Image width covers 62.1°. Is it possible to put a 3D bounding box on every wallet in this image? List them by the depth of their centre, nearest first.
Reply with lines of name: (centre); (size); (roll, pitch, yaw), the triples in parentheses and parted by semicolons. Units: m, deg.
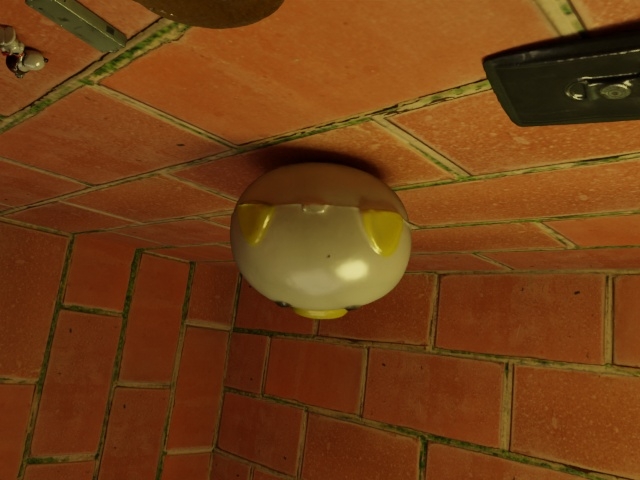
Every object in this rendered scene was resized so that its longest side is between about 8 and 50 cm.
wallet: (0.336, -0.190, 0.647); (0.245, 0.052, 0.168); (2, 164, 36)

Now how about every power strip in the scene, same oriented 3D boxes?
power strip: (-0.307, -0.278, 0.664); (0.050, 0.019, 0.136); (2, 168, 30)

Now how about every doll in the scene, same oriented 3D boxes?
doll: (-0.434, -0.266, 0.757); (0.058, 0.040, 0.085); (-9, 170, 12)

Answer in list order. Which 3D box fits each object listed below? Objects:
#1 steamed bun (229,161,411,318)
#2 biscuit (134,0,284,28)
steamed bun: (0.000, -0.007, 1.099); (0.373, 0.334, 0.334); (1, 168, 5)
biscuit: (-0.120, -0.273, 0.500); (0.208, 0.049, 0.181); (-1, 166, 35)
